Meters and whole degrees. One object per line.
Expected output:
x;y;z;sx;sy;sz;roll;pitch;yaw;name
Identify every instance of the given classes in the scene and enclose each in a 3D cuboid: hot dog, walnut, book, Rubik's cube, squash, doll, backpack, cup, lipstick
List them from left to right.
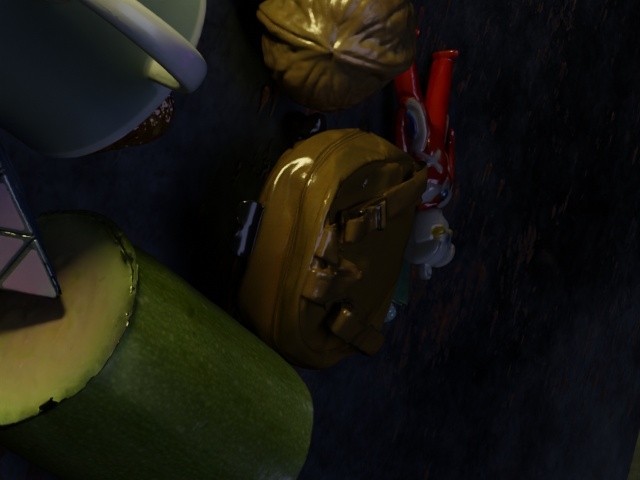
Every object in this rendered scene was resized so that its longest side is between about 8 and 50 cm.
-0.316;-0.048;1.160;0.211;0.190;0.178;-45;158;-42;Rubik's cube
-0.259;-0.235;1.098;0.259;0.357;0.274;-58;138;-5;cup
-0.241;-0.150;1.378;0.147;0.065;0.099;-18;113;-38;hot dog
-0.206;0.163;1.337;0.384;0.263;0.263;45;62;-47;squash
0.006;-0.001;1.609;0.378;0.201;0.353;18;84;-71;backpack
0.022;-0.277;1.569;0.228;0.228;0.227;-17;111;-50;walnut
0.085;0.079;1.891;0.037;0.037;0.116;-52;131;-32;lipstick
0.113;0.026;1.900;0.103;0.017;0.135;29;60;-50;book
0.162;-0.129;1.870;0.188;0.099;0.383;8;82;-54;doll
